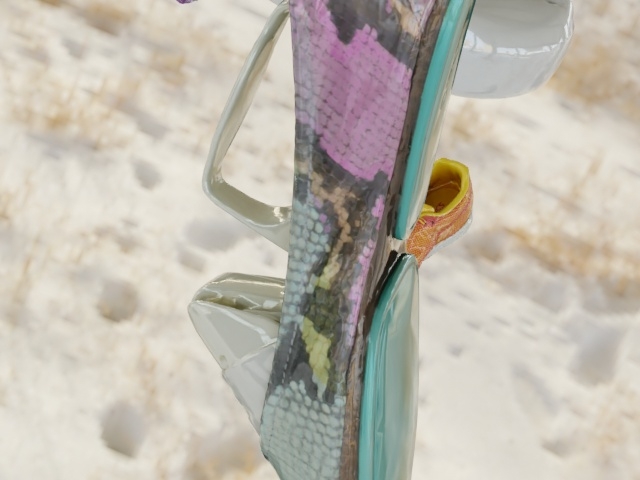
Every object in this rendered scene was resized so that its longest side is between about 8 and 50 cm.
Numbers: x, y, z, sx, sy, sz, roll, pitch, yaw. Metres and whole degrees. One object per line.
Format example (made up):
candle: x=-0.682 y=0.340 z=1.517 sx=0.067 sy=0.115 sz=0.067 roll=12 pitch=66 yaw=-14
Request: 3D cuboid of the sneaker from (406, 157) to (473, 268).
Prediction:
sneaker: x=0.053 y=0.003 z=1.368 sx=0.064 sy=0.067 sz=0.175 roll=22 pitch=57 yaw=27

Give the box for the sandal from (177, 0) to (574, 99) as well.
sandal: x=-0.064 y=-0.159 z=0.903 sx=0.169 sy=0.102 sz=0.416 roll=-12 pitch=39 yaw=-45

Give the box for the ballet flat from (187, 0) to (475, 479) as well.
ballet flat: x=0.000 y=0.000 z=0.574 sx=0.079 sy=0.221 sz=0.077 roll=11 pitch=20 yaw=12
